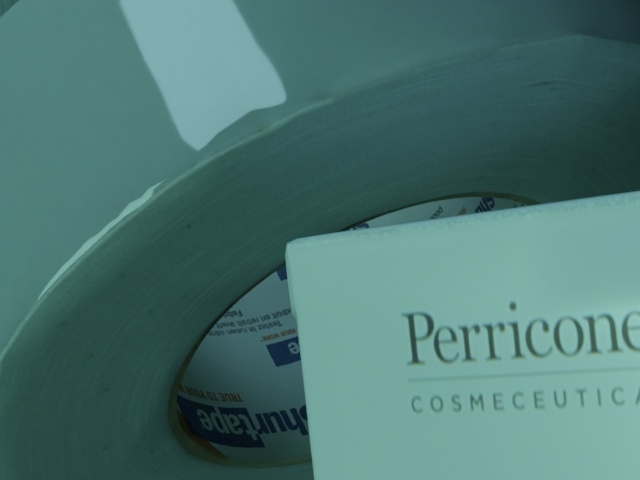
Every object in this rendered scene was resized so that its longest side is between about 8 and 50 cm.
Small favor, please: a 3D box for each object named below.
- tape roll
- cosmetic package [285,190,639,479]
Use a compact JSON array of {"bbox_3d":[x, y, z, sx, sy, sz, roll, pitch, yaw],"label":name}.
[{"bbox_3d":[0.000,0.000,0.492,0.072,0.219,0.219,61,141,31],"label":"tape roll"},{"bbox_3d":[0.171,0.118,0.272,0.377,0.097,0.284,-7,91,42],"label":"cosmetic package"}]
